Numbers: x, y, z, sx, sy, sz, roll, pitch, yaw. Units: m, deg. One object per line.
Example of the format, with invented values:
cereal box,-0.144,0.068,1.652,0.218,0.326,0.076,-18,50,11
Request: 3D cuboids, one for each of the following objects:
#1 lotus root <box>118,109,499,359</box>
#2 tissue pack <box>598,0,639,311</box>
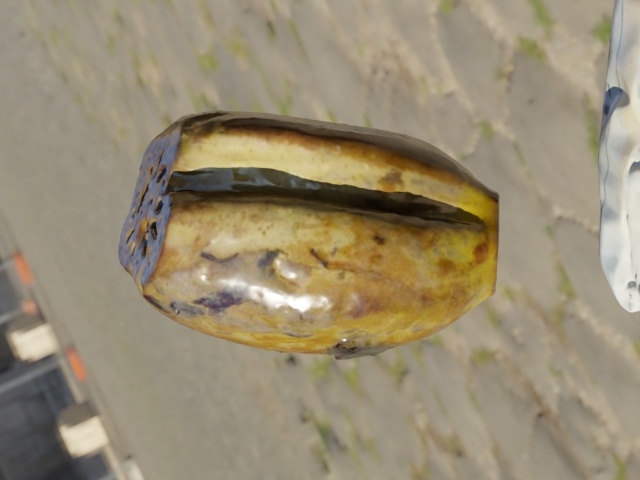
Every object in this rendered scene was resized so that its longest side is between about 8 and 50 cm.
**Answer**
lotus root,0.003,-0.002,1.274,0.193,0.291,0.193,-173,90,-76
tissue pack,0.302,-0.128,1.054,0.195,0.375,0.390,8,110,26
